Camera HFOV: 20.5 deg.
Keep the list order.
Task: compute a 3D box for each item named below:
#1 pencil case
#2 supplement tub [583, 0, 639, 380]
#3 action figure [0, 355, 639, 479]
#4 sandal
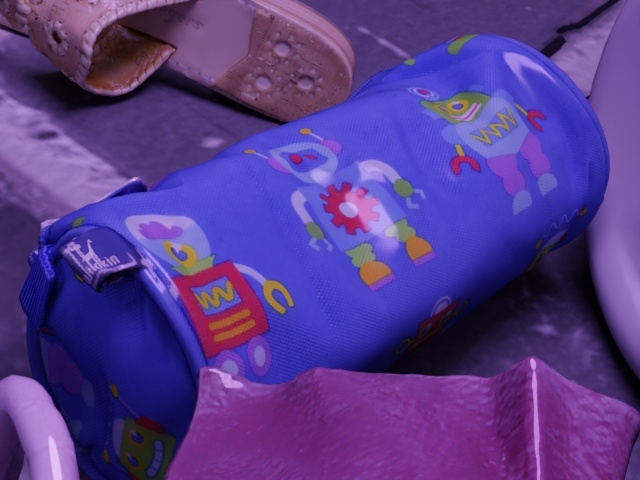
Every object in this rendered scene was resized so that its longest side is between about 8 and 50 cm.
[{"bbox_3d":[0.000,0.000,0.787,0.133,0.119,0.306,49,46,12],"label":"pencil case"},{"bbox_3d":[0.320,-0.028,0.849,0.331,0.241,0.241,1,43,-21],"label":"supplement tub"},{"bbox_3d":[-0.017,0.174,0.483,0.276,0.248,0.370,17,37,0],"label":"action figure"},{"bbox_3d":[-0.098,-0.109,0.903,0.240,0.088,0.079,20,33,-6],"label":"sandal"}]
